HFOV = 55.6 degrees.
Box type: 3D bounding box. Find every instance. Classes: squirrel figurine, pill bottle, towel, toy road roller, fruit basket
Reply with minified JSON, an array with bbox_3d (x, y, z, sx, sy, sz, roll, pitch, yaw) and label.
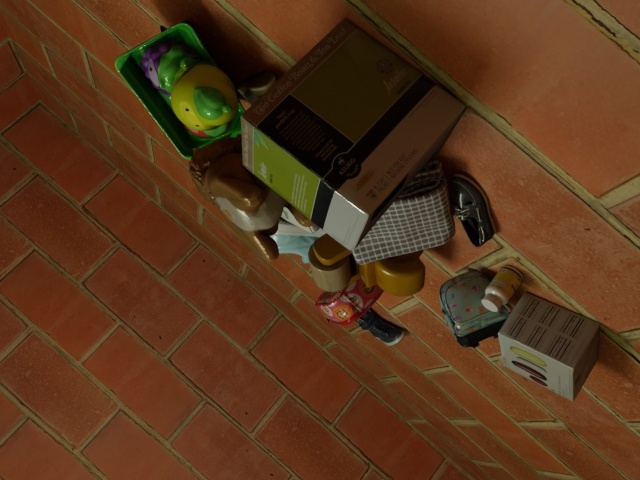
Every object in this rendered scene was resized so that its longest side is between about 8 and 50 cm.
[{"bbox_3d":[-0.128,-0.204,1.614,0.397,0.370,0.281,34,157,35],"label":"squirrel figurine"},{"bbox_3d":[0.466,0.125,1.562,0.065,0.116,0.065,36,160,15],"label":"pill bottle"},{"bbox_3d":[0.179,-0.062,1.486,0.284,0.121,0.235,-14,146,11],"label":"towel"},{"bbox_3d":[0.152,0.064,1.718,0.240,0.330,0.202,56,169,31],"label":"toy road roller"},{"bbox_3d":[-0.357,-0.397,1.682,0.392,0.283,0.392,60,-165,-27],"label":"fruit basket"}]

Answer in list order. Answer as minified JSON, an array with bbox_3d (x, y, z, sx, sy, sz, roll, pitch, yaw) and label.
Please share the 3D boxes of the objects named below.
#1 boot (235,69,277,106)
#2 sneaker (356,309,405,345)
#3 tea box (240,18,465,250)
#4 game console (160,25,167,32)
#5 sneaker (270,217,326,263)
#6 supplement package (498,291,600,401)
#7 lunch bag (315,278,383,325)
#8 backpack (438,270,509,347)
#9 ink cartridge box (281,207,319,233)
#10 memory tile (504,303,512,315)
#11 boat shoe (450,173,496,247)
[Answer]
[{"bbox_3d":[-0.139,-0.381,1.682,0.165,0.077,0.213,52,165,-25],"label":"boot"},{"bbox_3d":[0.238,0.351,2.512,0.163,0.086,0.226,46,161,-19],"label":"sneaker"},{"bbox_3d":[0.058,-0.220,1.280,0.324,0.329,0.220,40,161,8],"label":"tea box"},{"bbox_3d":[-0.470,-0.570,1.899,0.085,0.124,0.144,13,158,2],"label":"game console"},{"bbox_3d":[0.000,0.000,1.909,0.366,0.135,0.150,8,119,-10],"label":"sneaker"},{"bbox_3d":[0.598,0.278,1.588,0.203,0.149,0.194,25,155,37],"label":"supplement package"},{"bbox_3d":[0.114,0.143,1.998,0.120,0.293,0.258,47,164,-9],"label":"lunch bag"},{"bbox_3d":[0.413,0.176,1.672,0.144,0.166,0.188,58,-171,-42],"label":"backpack"},{"bbox_3d":[-0.073,-0.171,1.817,0.278,0.201,0.117,28,156,34],"label":"ink cartridge box"},{"bbox_3d":[0.493,0.177,1.777,0.148,0.012,0.113,21,152,44],"label":"memory tile"},{"bbox_3d":[0.356,-0.067,1.438,0.075,0.065,0.206,16,148,51],"label":"boat shoe"}]
